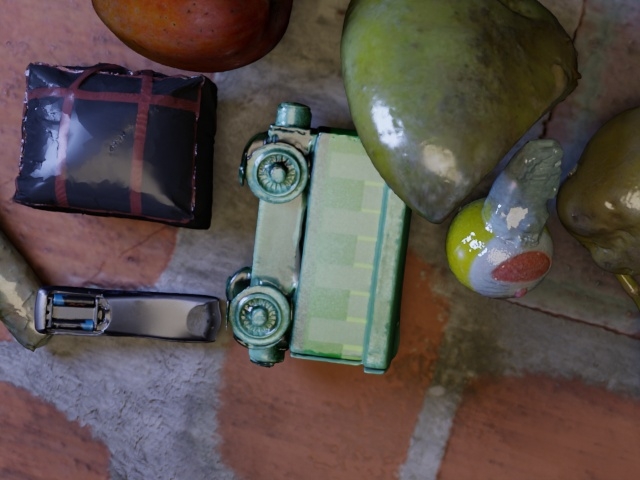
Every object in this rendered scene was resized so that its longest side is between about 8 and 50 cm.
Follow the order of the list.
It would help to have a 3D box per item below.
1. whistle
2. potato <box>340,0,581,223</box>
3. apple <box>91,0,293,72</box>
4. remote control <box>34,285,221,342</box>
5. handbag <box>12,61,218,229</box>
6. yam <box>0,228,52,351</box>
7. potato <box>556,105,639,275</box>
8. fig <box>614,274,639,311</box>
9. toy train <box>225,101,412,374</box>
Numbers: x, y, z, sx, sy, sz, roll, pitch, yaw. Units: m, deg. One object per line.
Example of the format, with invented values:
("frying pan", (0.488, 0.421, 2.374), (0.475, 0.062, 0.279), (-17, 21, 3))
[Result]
("whistle", (0.207, -0.014, 1.388), (0.123, 0.123, 0.223), (19, 134, -1))
("potato", (0.149, -0.139, 1.300), (0.269, 0.255, 0.112), (21, 142, -12))
("apple", (-0.127, -0.282, 1.333), (0.234, 0.234, 0.234), (1, 102, 3))
("remote control", (-0.219, 0.085, 1.483), (0.212, 0.028, 0.059), (3, 94, -13))
("handbag", (-0.216, -0.106, 1.404), (0.215, 0.155, 0.169), (6, 89, 3))
("yam", (-0.401, -0.010, 1.478), (0.071, 0.067, 0.317), (-37, 99, -10))
("potato", (0.352, -0.059, 1.391), (0.200, 0.137, 0.154), (-45, 125, 11))
("fig", (0.405, 0.119, 1.435), (0.159, 0.159, 0.257), (-39, 80, 10))
("toy train", (0.000, 0.000, 1.432), (0.202, 0.120, 0.301), (6, 102, -1))
